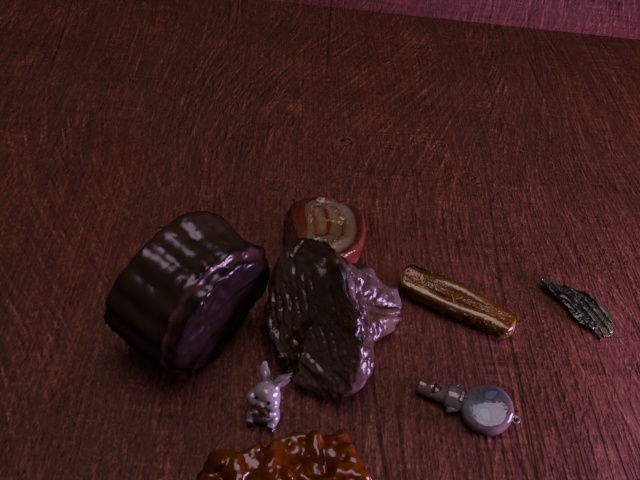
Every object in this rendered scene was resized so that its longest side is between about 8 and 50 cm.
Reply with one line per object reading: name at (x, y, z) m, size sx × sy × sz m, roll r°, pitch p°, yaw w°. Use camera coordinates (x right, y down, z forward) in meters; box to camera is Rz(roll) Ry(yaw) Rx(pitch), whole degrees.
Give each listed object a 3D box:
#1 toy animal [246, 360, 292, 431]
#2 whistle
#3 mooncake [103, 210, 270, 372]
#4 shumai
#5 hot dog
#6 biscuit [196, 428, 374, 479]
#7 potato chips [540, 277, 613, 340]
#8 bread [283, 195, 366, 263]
toy animal at (-0.104, 0.310, 1.431) m, size 0.071 × 0.124 × 0.085 m, roll 23°, pitch 43°, yaw 21°
whistle at (0.304, 0.338, 1.524) m, size 0.220 × 0.057 × 0.107 m, roll 17°, pitch 57°, yaw 15°
mooncake at (-0.256, 0.110, 1.479) m, size 0.187 × 0.324 × 0.324 m, roll 35°, pitch 49°, yaw 17°
shumai at (0.034, 0.159, 1.602) m, size 0.283 × 0.217 × 0.346 m, roll 4°, pitch 59°, yaw -65°
hot dog at (0.318, 0.144, 1.721) m, size 0.289 × 0.068 × 0.083 m, roll 27°, pitch 69°, yaw 12°
biscuit at (-0.041, 0.488, 1.266) m, size 0.312 × 0.110 × 0.318 m, roll -9°, pitch 46°, yaw -20°
potato chips at (0.630, 0.156, 1.790) m, size 0.092 × 0.028 × 0.207 m, roll -21°, pitch 53°, yaw -30°
bread at (0.013, 0.001, 1.777) m, size 0.190 × 0.123 × 0.244 m, roll 1°, pitch 45°, yaw -11°
